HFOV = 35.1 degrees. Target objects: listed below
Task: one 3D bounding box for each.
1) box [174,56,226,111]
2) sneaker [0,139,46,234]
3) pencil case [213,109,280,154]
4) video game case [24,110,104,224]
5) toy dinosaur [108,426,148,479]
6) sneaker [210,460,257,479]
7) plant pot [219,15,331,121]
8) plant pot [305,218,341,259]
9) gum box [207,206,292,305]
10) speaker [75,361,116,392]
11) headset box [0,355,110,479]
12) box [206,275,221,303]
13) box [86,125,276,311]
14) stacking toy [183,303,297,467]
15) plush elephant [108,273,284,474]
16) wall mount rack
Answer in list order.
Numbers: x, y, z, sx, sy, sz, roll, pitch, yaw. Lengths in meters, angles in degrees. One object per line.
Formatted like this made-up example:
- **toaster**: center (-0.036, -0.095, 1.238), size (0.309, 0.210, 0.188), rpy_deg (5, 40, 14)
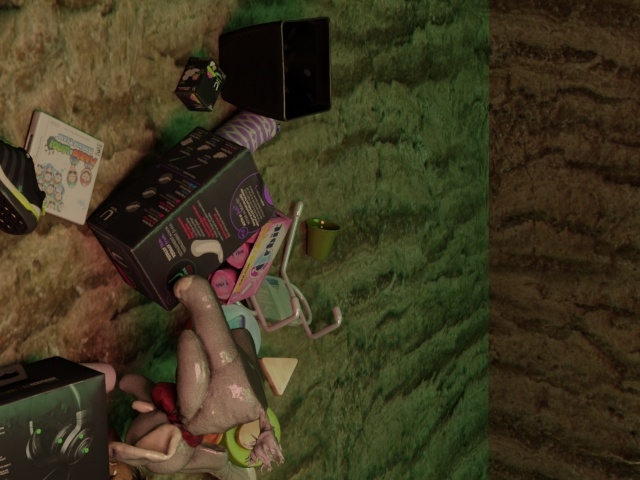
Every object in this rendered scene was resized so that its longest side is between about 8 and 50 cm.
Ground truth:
- **box**: center (-0.222, -0.289, 1.879), size (0.062, 0.052, 0.083), rpy_deg (51, 53, -52)
- **sneaker**: center (-0.467, -0.111, 1.448), size (0.234, 0.084, 0.097), rpy_deg (70, 27, -42)
- **pencil case**: center (-0.165, -0.190, 1.982), size (0.206, 0.086, 0.088), rpy_deg (-46, 158, -47)
- **video game case**: center (-0.412, -0.112, 1.601), size (0.157, 0.019, 0.143), rpy_deg (28, 72, -61)
- **toy dinosaur**: center (-0.359, 0.388, 1.719), size (0.200, 0.127, 0.295), rpy_deg (-22, 99, -70)
- **sneaker**: center (-0.216, 0.437, 2.029), size (0.121, 0.099, 0.262), rpy_deg (-39, 122, -42)
- **plant pot**: center (-0.095, -0.339, 1.984), size (0.187, 0.167, 0.188), rpy_deg (-26, 117, -57)
- **plant pot**: center (0.000, 0.000, 2.340), size (0.083, 0.083, 0.079), rpy_deg (-20, 125, -59)
- **gum box**: center (-0.134, 0.021, 1.906), size (0.107, 0.062, 0.188), rpy_deg (-17, 138, -60)
- **speaker**: center (-0.399, 0.228, 1.665), size (0.136, 0.055, 0.055), rpy_deg (9, 88, -62)
- **headset box**: center (-0.444, 0.323, 1.477), size (0.246, 0.131, 0.283), rpy_deg (-15, 109, -47)
- **box**: center (-0.235, 0.055, 1.930), size (0.169, 0.054, 0.059), rpy_deg (57, 47, -51)
- **box**: center (-0.234, -0.041, 1.739), size (0.270, 0.143, 0.165), rpy_deg (-44, 136, -22)
- **stacking toy**: center (-0.153, 0.287, 1.935), size (0.280, 0.130, 0.308), rpy_deg (28, 66, -27)
- **plush elephant**: center (-0.225, 0.275, 1.680), size (0.272, 0.255, 0.330), rpy_deg (60, 7, -62)
- **wall mount rack**: center (-0.084, 0.055, 2.150), size (0.350, 0.130, 0.304), rpy_deg (20, 44, -62)
